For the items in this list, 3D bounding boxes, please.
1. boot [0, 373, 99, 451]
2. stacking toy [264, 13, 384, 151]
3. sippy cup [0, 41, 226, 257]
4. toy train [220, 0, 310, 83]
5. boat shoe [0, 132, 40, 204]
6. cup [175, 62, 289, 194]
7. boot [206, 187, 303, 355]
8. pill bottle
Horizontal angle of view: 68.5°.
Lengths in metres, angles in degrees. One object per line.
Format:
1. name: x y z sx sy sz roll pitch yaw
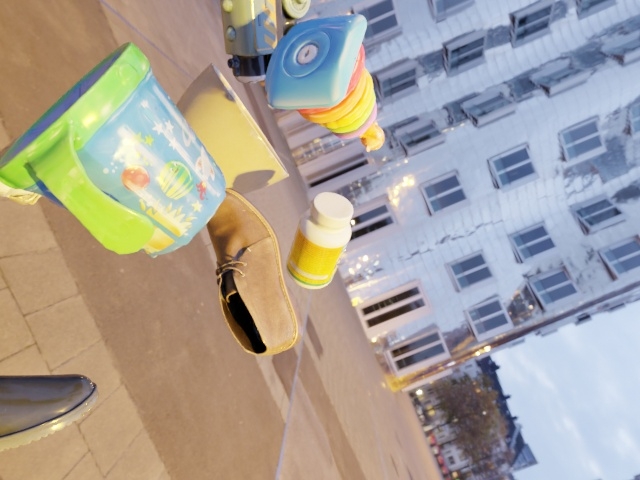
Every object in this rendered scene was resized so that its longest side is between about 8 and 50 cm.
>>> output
1. boot: -0.684 0.197 0.933 0.146 0.366 0.446 15 -64 55
2. stacking toy: 0.049 -0.258 0.886 0.301 0.165 0.175 33 71 -55
3. sippy cup: -0.259 -0.103 0.645 0.224 0.239 0.306 47 46 -33
4. toy train: -0.120 -0.482 0.933 0.142 0.190 0.334 25 -52 37
5. boat shoe: -0.547 -0.126 0.869 0.103 0.113 0.302 51 -8 -29
6. cup: -0.268 -0.237 1.195 0.331 0.236 0.331 56 3 -4
7. boot: -0.129 0.044 0.780 0.306 0.112 0.115 64 22 11
8. pill bottle: 0.000 0.000 1.035 0.118 0.117 0.209 -109 -151 -42
